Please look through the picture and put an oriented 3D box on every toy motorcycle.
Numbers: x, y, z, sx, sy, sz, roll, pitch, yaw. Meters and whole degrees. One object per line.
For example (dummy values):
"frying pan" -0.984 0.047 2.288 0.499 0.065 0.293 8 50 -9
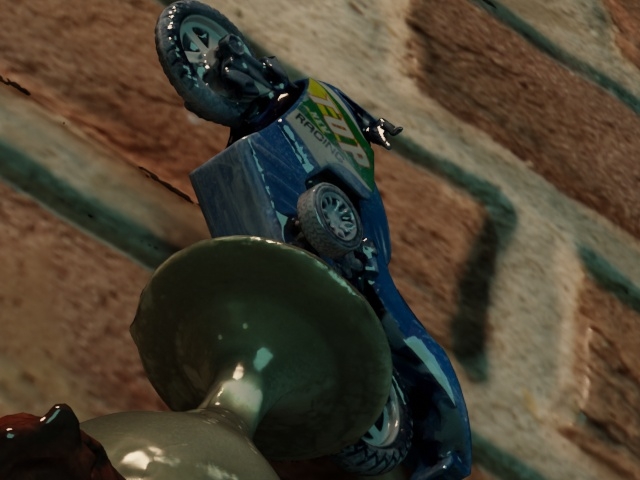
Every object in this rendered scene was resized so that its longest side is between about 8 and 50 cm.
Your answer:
"toy motorcycle" 0.000 0.000 0.908 0.135 0.092 0.254 5 59 -54

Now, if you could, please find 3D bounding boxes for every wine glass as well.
"wine glass" -0.055 0.104 0.712 0.126 0.126 0.241 38 35 -9

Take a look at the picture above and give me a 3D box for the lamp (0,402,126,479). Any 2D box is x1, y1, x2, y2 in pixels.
"lamp" -0.167 0.109 0.528 0.223 0.215 0.151 15 -1 7
